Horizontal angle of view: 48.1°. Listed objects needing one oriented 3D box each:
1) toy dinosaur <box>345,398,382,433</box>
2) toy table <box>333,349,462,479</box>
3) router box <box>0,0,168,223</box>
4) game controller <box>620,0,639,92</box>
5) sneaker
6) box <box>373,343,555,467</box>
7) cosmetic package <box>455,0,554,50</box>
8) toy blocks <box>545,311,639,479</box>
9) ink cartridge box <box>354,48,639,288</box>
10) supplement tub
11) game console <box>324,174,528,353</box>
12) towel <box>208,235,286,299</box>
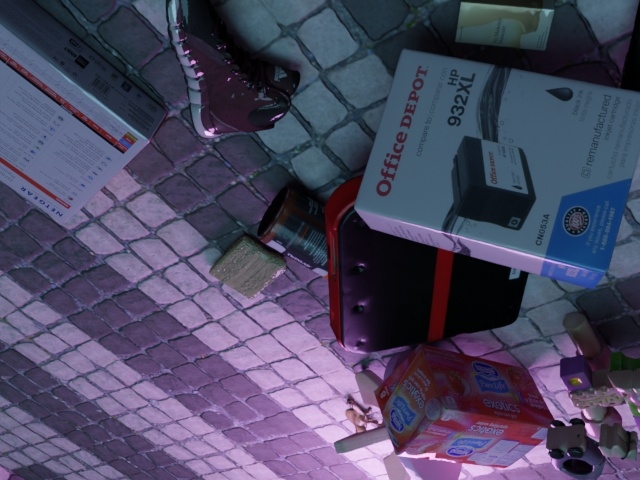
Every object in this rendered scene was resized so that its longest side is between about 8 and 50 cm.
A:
[{"bbox_3d":[0.099,0.426,1.661,0.092,0.053,0.183,14,131,25],"label":"toy dinosaur"},{"bbox_3d":[0.166,0.373,1.461,0.252,0.274,0.161,4,160,-38],"label":"toy table"},{"bbox_3d":[-0.467,-0.213,1.145,0.335,0.082,0.301,40,132,-23],"label":"router box"},{"bbox_3d":[0.456,-0.265,0.835,0.166,0.067,0.319,4,136,12],"label":"game controller"},{"bbox_3d":[-0.111,-0.259,0.996,0.162,0.106,0.281,3,145,5],"label":"sneaker"},{"bbox_3d":[0.271,0.315,1.334,0.300,0.142,0.154,16,126,-32],"label":"box"},{"bbox_3d":[0.231,-0.279,0.904,0.115,0.041,0.060,7,136,9],"label":"cosmetic package"},{"bbox_3d":[0.559,0.288,1.178,0.288,0.309,0.260,-16,122,35],"label":"toy blocks"},{"bbox_3d":[0.224,-0.092,0.905,0.307,0.223,0.129,16,174,17],"label":"ink cartridge box"},{"bbox_3d":[0.000,0.000,1.208,0.198,0.106,0.106,31,134,-14],"label":"supplement tub"},{"bbox_3d":[0.181,0.034,1.164,0.341,0.060,0.387,-11,136,-7],"label":"game console"},{"bbox_3d":[-0.139,0.052,1.358,0.110,0.027,0.148,33,135,-15],"label":"towel"}]
